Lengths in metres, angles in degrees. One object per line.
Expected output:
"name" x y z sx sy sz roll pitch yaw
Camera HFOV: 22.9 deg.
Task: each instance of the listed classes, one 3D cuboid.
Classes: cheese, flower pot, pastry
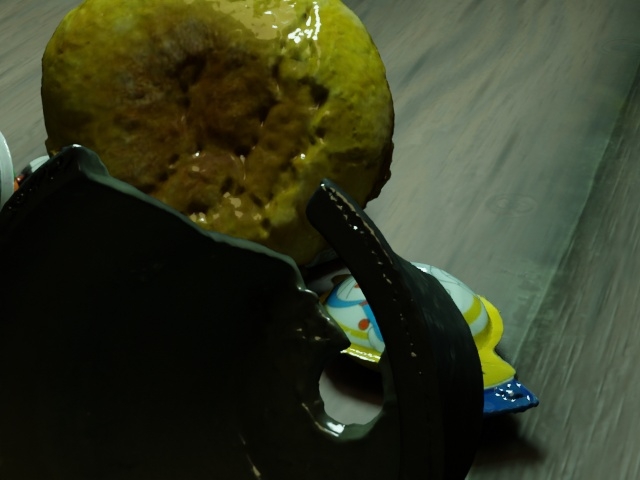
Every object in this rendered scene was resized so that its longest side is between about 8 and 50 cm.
"cheese" 0.092 0.086 1.383 0.177 0.069 0.270 -7 28 -22
"flower pot" -0.041 0.121 1.067 0.379 0.379 0.251 19 9 28
"pastry" -0.101 -0.108 1.474 0.356 0.356 0.164 11 -4 13

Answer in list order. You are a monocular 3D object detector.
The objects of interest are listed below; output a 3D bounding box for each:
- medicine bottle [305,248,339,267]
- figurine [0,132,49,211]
"medicine bottle" 0.000 0.000 1.574 0.083 0.047 0.047 -19 34 -38
"figurine" -0.273 -0.049 1.575 0.154 0.132 0.132 1 23 -36
